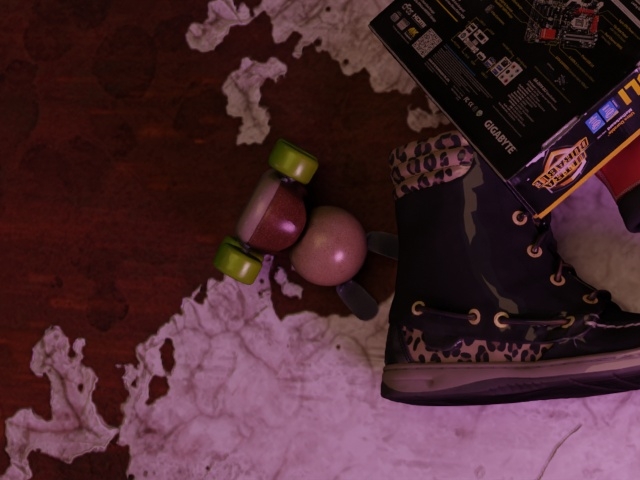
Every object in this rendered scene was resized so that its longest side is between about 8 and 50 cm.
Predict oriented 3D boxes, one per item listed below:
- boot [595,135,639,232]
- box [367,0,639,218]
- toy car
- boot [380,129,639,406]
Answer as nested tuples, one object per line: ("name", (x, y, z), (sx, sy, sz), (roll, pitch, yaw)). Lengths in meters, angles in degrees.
("boot", (0.379, -0.119, 1.751), (0.244, 0.088, 0.176), (-37, 60, 15))
("box", (0.223, -0.207, 1.783), (0.257, 0.079, 0.322), (-40, 44, 4))
("toy car", (0.000, 0.000, 1.953), (0.188, 0.149, 0.155), (29, 95, -3))
("boot", (0.233, 0.019, 1.828), (0.377, 0.138, 0.284), (-10, 75, 26))
